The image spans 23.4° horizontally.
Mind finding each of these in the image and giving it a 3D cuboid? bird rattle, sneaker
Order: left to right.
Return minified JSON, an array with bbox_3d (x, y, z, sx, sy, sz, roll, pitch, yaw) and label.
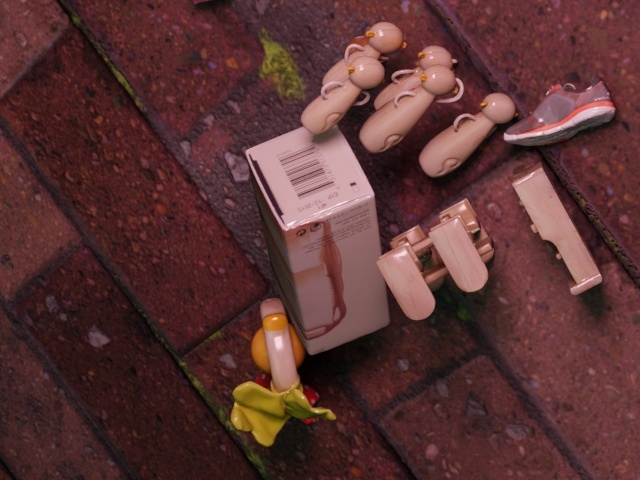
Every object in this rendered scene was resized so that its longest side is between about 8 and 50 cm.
[{"bbox_3d":[-0.047,0.183,2.216,0.143,0.253,0.206,-6,98,6],"label":"bird rattle"},{"bbox_3d":[0.300,-0.164,1.949,0.158,0.061,0.064,-18,74,35],"label":"sneaker"}]

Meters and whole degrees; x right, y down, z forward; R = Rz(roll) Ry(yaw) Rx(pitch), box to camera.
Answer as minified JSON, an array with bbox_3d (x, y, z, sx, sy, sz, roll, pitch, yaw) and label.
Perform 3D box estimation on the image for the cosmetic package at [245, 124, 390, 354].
[{"bbox_3d":[0.000,0.000,2.044,0.296,0.129,0.153,78,167,-52],"label":"cosmetic package"}]

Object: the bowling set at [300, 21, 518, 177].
[{"bbox_3d":[0.094,-0.218,1.973,0.154,0.287,0.200,-41,53,31],"label":"bowling set"}]

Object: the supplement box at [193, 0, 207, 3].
[{"bbox_3d":[-0.154,-0.374,2.133,0.055,0.043,0.083,-5,107,33],"label":"supplement box"}]

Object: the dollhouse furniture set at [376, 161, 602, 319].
[{"bbox_3d":[0.215,0.030,1.986,0.242,0.212,0.161,-29,93,10],"label":"dollhouse furniture set"}]
